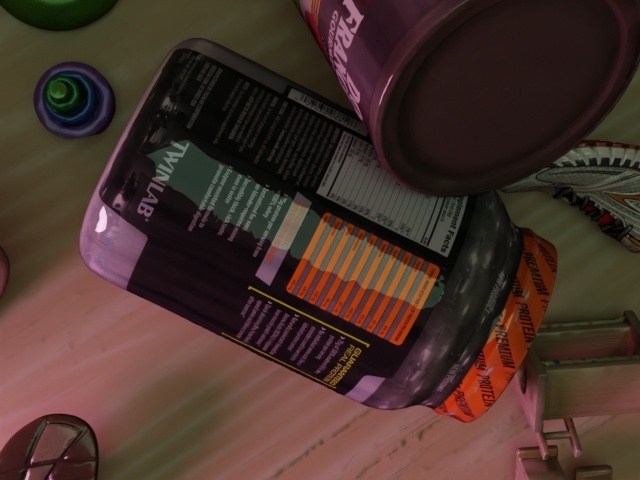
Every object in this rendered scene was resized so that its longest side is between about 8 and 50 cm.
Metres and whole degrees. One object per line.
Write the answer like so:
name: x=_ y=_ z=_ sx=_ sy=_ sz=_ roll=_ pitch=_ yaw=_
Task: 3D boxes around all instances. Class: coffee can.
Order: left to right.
coffee can: x=0.081 y=-0.198 z=0.851 sx=0.201 sy=0.201 sz=0.275 roll=-24 pitch=54 yaw=-3

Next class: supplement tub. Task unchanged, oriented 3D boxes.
supplement tub: x=0.000 y=0.000 z=0.910 sx=0.338 sy=0.207 sz=0.207 roll=27 pitch=90 yaw=-5

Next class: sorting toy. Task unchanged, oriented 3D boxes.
sorting toy: x=-0.224 y=-0.266 z=0.927 sx=0.127 sy=0.126 sz=0.366 roll=-7 pitch=91 yaw=-4

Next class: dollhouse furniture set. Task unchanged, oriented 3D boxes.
dollhouse furniture set: x=0.261 y=0.151 z=1.010 sx=0.181 sy=0.101 sz=0.161 roll=-3 pitch=116 yaw=-5

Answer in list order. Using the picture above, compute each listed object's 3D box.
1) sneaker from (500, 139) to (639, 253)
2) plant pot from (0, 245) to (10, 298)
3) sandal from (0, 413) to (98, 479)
sneaker: x=0.261 y=-0.037 z=0.988 sx=0.225 sy=0.088 sz=0.093 roll=7 pitch=92 yaw=-4
plant pot: x=-0.441 y=-0.003 z=0.842 sx=0.323 sy=0.323 sz=0.280 roll=-38 pitch=82 yaw=-2
sandal: x=-0.234 y=0.244 z=0.979 sx=0.090 sy=0.060 sz=0.219 roll=7 pitch=106 yaw=1
